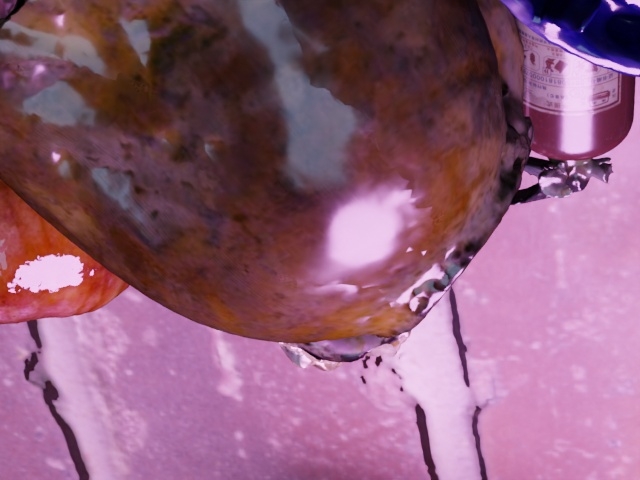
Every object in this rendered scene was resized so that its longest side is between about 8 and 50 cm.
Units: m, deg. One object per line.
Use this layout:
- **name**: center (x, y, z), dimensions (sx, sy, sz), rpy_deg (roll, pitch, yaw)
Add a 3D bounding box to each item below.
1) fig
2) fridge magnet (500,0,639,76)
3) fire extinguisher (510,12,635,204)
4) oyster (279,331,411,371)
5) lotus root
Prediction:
- **fig**: center (-0.194, -0.038, 1.154), dimensions (0.149, 0.148, 0.202), rpy_deg (-31, 96, 18)
- **fridge magnet**: center (0.178, -0.203, 0.910), dimensions (0.265, 0.112, 0.265), rpy_deg (-2, 105, -9)
- **fire extinguisher**: center (0.122, -0.108, 1.069), dimensions (0.099, 0.071, 0.231), rpy_deg (13, 132, 18)
- **oyster**: center (0.000, 0.000, 1.191), dimensions (0.191, 0.081, 0.163), rpy_deg (14, 107, 21)
- **lotus root**: center (-0.027, -0.055, 0.992), dimensions (0.267, 0.149, 0.260), rpy_deg (-38, 102, 18)
